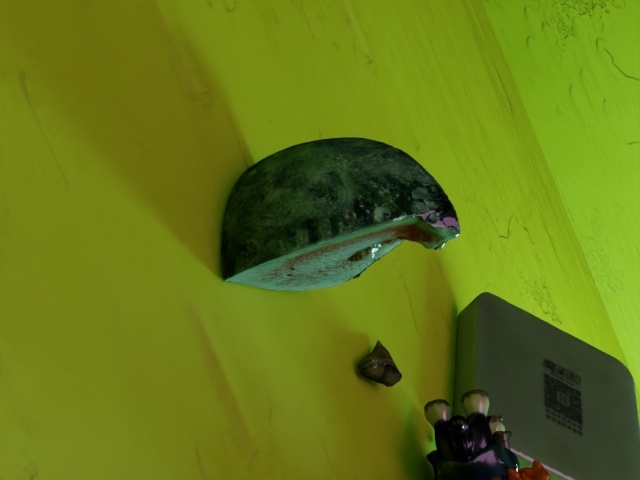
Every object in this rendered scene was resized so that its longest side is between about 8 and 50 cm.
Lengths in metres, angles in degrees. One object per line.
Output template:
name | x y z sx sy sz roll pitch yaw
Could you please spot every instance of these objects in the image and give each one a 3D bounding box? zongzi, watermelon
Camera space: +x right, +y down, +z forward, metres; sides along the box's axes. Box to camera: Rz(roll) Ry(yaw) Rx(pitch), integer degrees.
zongzi | 0.078 0.168 1.542 0.076 0.040 0.083 30 33 -45
watermelon | 0.000 0.000 1.343 0.289 0.319 0.214 -38 137 -34

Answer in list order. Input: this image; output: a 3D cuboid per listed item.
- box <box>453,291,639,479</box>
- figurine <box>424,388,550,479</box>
box | 0.406 0.297 1.885 0.367 0.090 0.373 28 37 -12
figurine | 0.243 0.410 1.514 0.412 0.241 0.306 -98 -177 -67
